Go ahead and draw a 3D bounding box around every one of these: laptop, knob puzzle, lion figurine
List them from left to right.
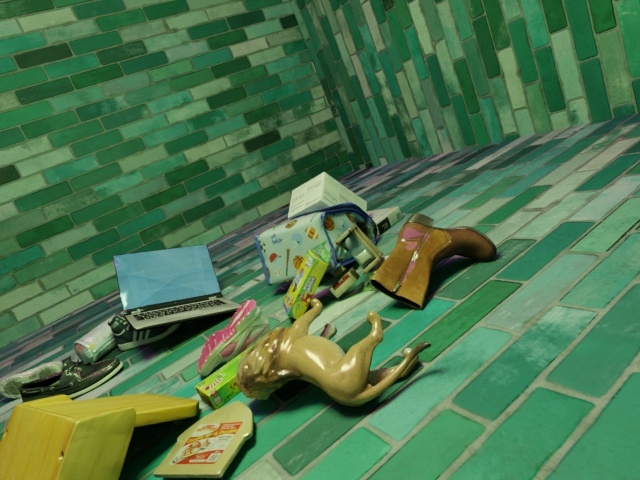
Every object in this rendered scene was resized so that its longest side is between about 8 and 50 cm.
[{"bbox_3d":[-0.548,0.158,1.675,0.381,0.237,0.407,-8,5,-30],"label":"laptop"},{"bbox_3d":[-0.210,0.400,0.887,0.212,0.030,0.213,-22,14,6],"label":"knob puzzle"},{"bbox_3d":[0.006,0.250,0.895,0.391,0.142,0.240,-2,32,46],"label":"lion figurine"}]

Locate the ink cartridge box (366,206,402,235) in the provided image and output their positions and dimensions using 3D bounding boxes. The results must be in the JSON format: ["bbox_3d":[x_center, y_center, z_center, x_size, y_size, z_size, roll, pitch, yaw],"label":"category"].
[{"bbox_3d":[0.173,-0.074,1.986,0.175,0.069,0.370,-34,20,-36],"label":"ink cartridge box"}]

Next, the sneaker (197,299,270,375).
[{"bbox_3d":[-0.234,0.288,1.213,0.252,0.111,0.103,-44,21,5],"label":"sneaker"}]

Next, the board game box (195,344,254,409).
[{"bbox_3d":[-0.212,0.336,1.101,0.181,0.043,0.092,-32,17,-32],"label":"board game box"}]

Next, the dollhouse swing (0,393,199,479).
[{"bbox_3d":[-0.483,0.481,0.959,0.346,0.304,0.316,-11,59,38],"label":"dollhouse swing"}]

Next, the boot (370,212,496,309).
[{"bbox_3d":[0.303,0.062,1.156,0.263,0.096,0.281,26,51,13],"label":"boot"}]

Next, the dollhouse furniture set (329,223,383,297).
[{"bbox_3d":[0.074,0.065,1.314,0.183,0.129,0.129,-44,-4,14],"label":"dollhouse furniture set"}]

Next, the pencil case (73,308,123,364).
[{"bbox_3d":[-0.856,0.386,1.795,0.123,0.114,0.273,8,27,26],"label":"pencil case"}]

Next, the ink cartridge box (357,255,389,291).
[{"bbox_3d":[0.208,0.092,1.312,0.209,0.062,0.109,-12,18,39],"label":"ink cartridge box"}]

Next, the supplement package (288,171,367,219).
[{"bbox_3d":[0.032,-0.128,1.840,0.203,0.261,0.145,-24,47,41],"label":"supplement package"}]

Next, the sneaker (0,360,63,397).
[{"bbox_3d":[-1.121,0.540,1.725,0.231,0.091,0.115,-16,6,-11],"label":"sneaker"}]

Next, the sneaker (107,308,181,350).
[{"bbox_3d":[-0.684,0.316,1.693,0.281,0.153,0.099,-20,15,11],"label":"sneaker"}]

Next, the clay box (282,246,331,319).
[{"bbox_3d":[-0.043,0.121,1.356,0.222,0.053,0.127,-65,15,4],"label":"clay box"}]

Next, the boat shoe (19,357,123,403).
[{"bbox_3d":[-0.851,0.462,1.494,0.339,0.113,0.127,-23,13,1],"label":"boat shoe"}]

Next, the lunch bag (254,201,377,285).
[{"bbox_3d":[0.000,0.000,1.662,0.327,0.239,0.385,-14,0,33],"label":"lunch bag"}]
